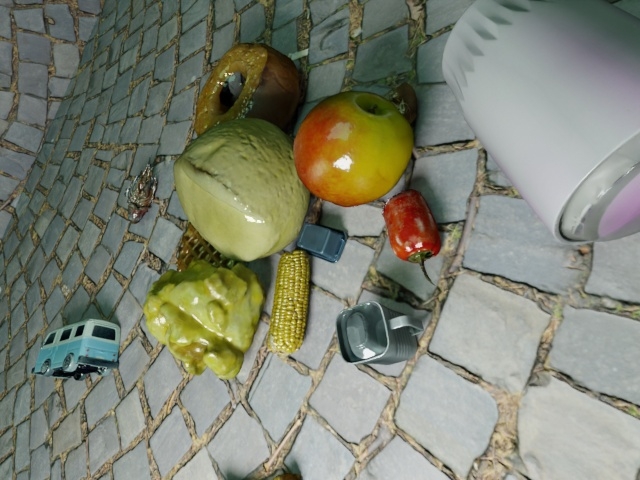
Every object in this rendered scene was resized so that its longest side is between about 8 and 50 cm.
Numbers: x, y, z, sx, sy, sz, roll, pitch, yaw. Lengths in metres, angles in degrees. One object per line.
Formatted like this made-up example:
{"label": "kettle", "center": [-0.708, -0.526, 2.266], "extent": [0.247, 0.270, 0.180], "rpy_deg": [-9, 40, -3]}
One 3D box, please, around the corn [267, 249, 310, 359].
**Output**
{"label": "corn", "center": [-0.064, 0.132, 0.941], "extent": [0.080, 0.080, 0.237], "rpy_deg": [-6, 68, 36]}

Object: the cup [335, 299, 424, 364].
{"label": "cup", "center": [0.111, 0.159, 0.763], "extent": [0.128, 0.130, 0.095], "rpy_deg": [-26, 61, 28]}

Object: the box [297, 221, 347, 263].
{"label": "box", "center": [0.000, 0.000, 0.954], "extent": [0.099, 0.054, 0.074], "rpy_deg": [18, 84, 41]}

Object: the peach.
{"label": "peach", "center": [0.063, -0.173, 0.855], "extent": [0.231, 0.231, 0.230], "rpy_deg": [-14, 66, 34]}

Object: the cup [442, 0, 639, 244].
{"label": "cup", "center": [0.348, -0.194, 0.628], "extent": [0.253, 0.253, 0.371], "rpy_deg": [-39, 53, 20]}

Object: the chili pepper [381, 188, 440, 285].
{"label": "chili pepper", "center": [0.173, 0.000, 0.804], "extent": [0.086, 0.084, 0.191], "rpy_deg": [-44, 46, 38]}

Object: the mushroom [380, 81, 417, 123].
{"label": "mushroom", "center": [0.110, -0.262, 0.957], "extent": [0.209, 0.071, 0.084], "rpy_deg": [-18, 94, 35]}

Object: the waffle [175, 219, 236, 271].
{"label": "waffle", "center": [-0.294, 0.016, 1.181], "extent": [0.244, 0.059, 0.237], "rpy_deg": [-15, 62, 30]}

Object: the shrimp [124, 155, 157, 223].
{"label": "shrimp", "center": [-0.580, -0.165, 1.433], "extent": [0.079, 0.090, 0.232], "rpy_deg": [-141, 67, -73]}

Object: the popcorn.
{"label": "popcorn", "center": [-0.260, 0.163, 0.987], "extent": [0.250, 0.234, 0.241], "rpy_deg": [11, 58, 30]}

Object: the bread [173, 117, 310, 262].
{"label": "bread", "center": [-0.169, -0.115, 0.992], "extent": [0.321, 0.237, 0.320], "rpy_deg": [35, 141, 35]}

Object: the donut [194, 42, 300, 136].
{"label": "donut", "center": [-0.193, -0.365, 1.172], "extent": [0.300, 0.150, 0.316], "rpy_deg": [-12, 67, 31]}

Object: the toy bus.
{"label": "toy bus", "center": [-0.744, 0.334, 1.358], "extent": [0.272, 0.133, 0.164], "rpy_deg": [-18, 59, 29]}

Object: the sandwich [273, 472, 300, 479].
{"label": "sandwich", "center": [-0.125, 0.552, 0.848], "extent": [0.215, 0.065, 0.185], "rpy_deg": [-21, 63, 31]}
